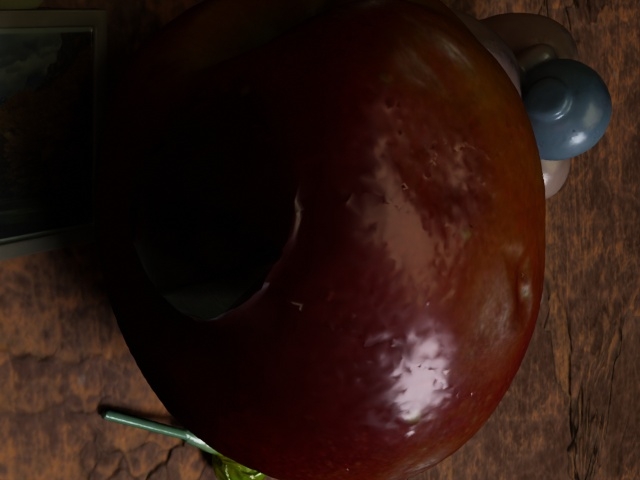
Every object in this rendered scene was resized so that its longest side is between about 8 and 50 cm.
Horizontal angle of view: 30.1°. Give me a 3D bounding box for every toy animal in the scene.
[{"bbox_3d":[0.156,-0.138,1.229,0.221,0.229,0.210,6,94,-16],"label":"toy animal"}]

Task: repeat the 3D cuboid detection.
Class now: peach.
[{"bbox_3d":[-0.006,-0.012,0.887,0.310,0.335,0.406,-19,112,-66],"label":"peach"}]

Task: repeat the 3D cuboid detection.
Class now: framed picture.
[{"bbox_3d":[-0.244,-0.069,0.825,0.250,0.016,0.184,-13,111,-52],"label":"framed picture"}]

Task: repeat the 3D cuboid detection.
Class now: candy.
[{"bbox_3d":[-0.111,0.171,1.027,0.194,0.058,0.062,27,97,-43],"label":"candy"}]

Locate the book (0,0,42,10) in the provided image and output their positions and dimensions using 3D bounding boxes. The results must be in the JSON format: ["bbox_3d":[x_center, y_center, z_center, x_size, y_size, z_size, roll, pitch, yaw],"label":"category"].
[{"bbox_3d":[-0.233,-0.206,0.836,0.077,0.014,0.111,-58,137,-29],"label":"book"}]
